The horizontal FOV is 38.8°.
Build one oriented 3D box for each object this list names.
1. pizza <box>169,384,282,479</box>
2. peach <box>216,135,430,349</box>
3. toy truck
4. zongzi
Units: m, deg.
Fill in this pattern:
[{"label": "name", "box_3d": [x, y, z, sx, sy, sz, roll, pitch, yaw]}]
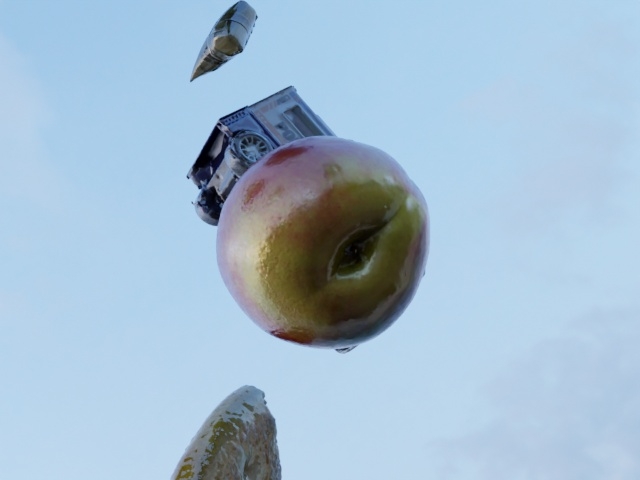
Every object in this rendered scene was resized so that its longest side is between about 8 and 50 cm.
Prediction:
[{"label": "pizza", "box_3d": [-0.115, 0.329, 0.984, 0.074, 0.365, 0.182, -3, -31, 25]}, {"label": "peach", "box_3d": [0.000, 0.000, 0.805, 0.190, 0.192, 0.190, -5, -80, -26]}, {"label": "toy truck", "box_3d": [-0.004, -0.025, 0.983, 0.155, 0.268, 0.124, -36, -8, -40]}, {"label": "zongzi", "box_3d": [-0.107, -0.215, 0.987, 0.040, 0.076, 0.083, 36, -44, -18]}]
